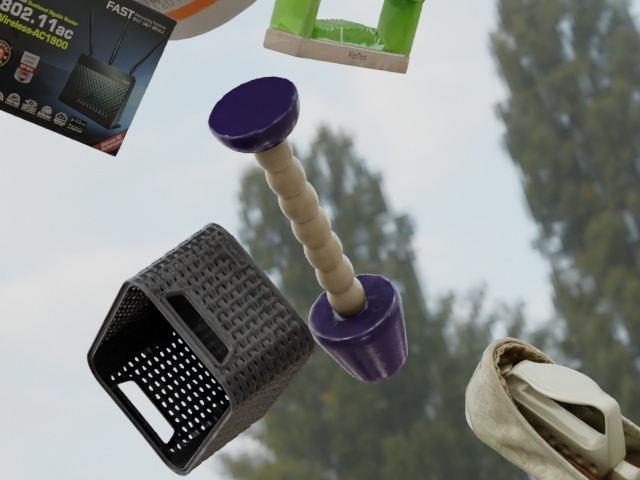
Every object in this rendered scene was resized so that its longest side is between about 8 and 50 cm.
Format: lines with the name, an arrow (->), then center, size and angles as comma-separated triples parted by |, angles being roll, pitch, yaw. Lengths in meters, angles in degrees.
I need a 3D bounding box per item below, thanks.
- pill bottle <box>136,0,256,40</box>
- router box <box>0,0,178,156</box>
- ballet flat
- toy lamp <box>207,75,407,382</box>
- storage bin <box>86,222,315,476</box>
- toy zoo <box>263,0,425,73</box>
pill bottle -> -0.194, -0.349, 1.540 | 0.224, 0.224, 0.392 | -28, -45, 23
router box -> -0.156, -0.113, 1.169 | 0.122, 0.038, 0.092 | 22, -86, -38
ballet flat -> 0.130, 0.099, 0.860 | 0.057, 0.168, 0.052 | -35, -35, -39
toy lamp -> 0.000, 0.000, 1.511 | 0.080, 0.080, 0.275 | -20, -53, 5
storage bin -> -0.091, 0.082, 1.467 | 0.084, 0.122, 0.180 | -35, -10, -29
toy zoo -> 0.049, -0.267, 1.398 | 0.030, 0.293, 0.192 | 18, 9, 24
